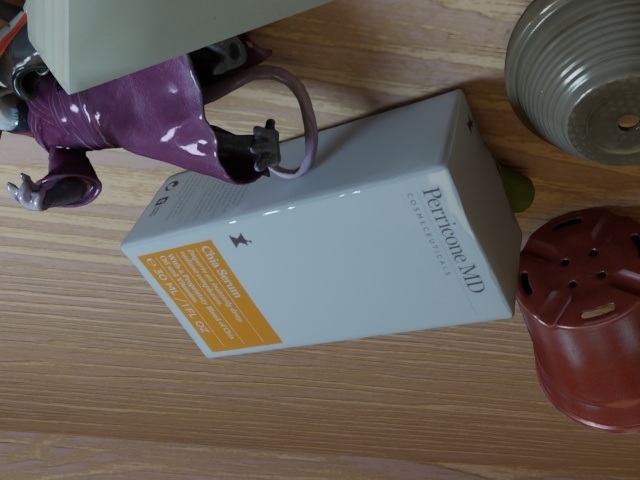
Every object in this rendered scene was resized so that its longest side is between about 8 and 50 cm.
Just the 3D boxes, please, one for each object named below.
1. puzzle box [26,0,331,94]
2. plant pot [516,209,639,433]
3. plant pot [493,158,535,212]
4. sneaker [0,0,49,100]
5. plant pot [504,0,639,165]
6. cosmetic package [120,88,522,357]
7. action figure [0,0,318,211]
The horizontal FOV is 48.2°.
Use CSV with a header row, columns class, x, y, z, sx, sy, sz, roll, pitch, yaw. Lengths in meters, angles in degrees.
class,x,y,z,sx,sy,sz,roll,pitch,yaw
puzzle box,0.023,-0.254,0.424,0.408,0.052,0.272,-30,164,-31
plant pot,0.424,0.110,1.076,0.272,0.273,0.265,-14,138,26
plant pot,0.242,-0.067,0.957,0.079,0.083,0.083,6,152,-30
sneaker,-0.222,-0.183,0.618,0.158,0.061,0.065,-40,91,22
plant pot,0.308,-0.154,0.724,0.237,0.110,0.237,7,142,5
cosmetic package,0.000,0.000,0.918,0.452,0.162,0.230,-13,125,29
action figure,-0.225,-0.164,0.770,0.369,0.248,0.275,-2,-174,29
